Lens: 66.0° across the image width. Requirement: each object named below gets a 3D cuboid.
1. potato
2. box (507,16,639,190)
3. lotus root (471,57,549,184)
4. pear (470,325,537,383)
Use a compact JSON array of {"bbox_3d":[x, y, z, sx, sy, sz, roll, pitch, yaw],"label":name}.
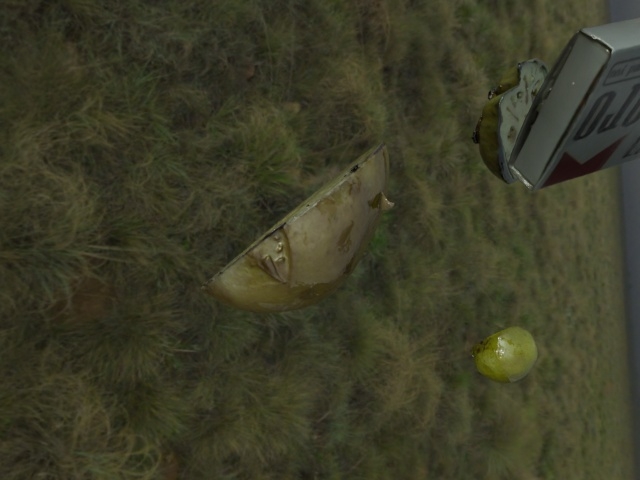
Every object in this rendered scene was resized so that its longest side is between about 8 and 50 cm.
[{"bbox_3d":[0.000,0.000,0.614,0.116,0.239,0.299,48,61,-2],"label":"potato"},{"bbox_3d":[0.227,-0.102,0.337,0.115,0.177,0.036,96,-28,-54],"label":"box"},{"bbox_3d":[0.325,-0.208,0.856,0.183,0.077,0.204,-28,123,-36],"label":"lotus root"},{"bbox_3d":[0.400,0.253,1.061,0.141,0.141,0.104,24,41,-56],"label":"pear"}]
